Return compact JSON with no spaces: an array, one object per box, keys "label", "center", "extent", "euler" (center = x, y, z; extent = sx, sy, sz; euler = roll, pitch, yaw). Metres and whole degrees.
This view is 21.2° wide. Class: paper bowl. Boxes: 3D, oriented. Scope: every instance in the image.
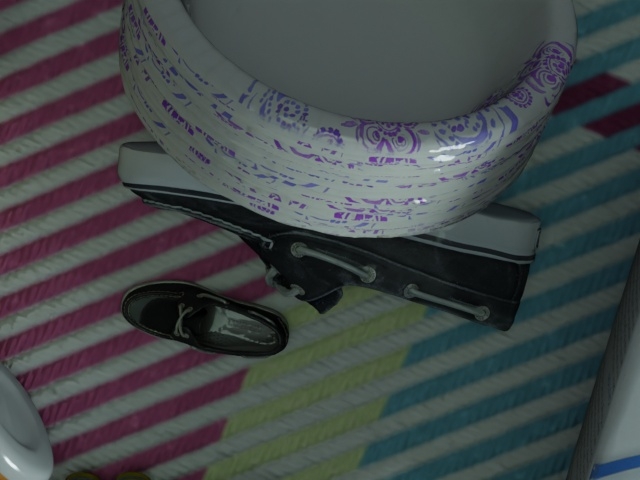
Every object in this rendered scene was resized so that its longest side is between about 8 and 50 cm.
[{"label":"paper bowl","center":[0.011,-0.121,1.107],"extent":[0.284,0.284,0.148],"euler":[18,140,-2]}]

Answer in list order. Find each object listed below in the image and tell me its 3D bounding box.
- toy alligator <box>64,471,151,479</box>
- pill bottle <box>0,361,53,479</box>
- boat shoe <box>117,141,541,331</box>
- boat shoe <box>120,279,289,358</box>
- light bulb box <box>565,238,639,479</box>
[{"label":"toy alligator","center":[-0.132,0.208,1.264],"extent":[0.189,0.056,0.051],"euler":[0,142,0]},{"label":"pill bottle","center":[-0.310,0.176,1.225],"extent":[0.216,0.121,0.121],"euler":[-32,97,7]},{"label":"boat shoe","center":[0.000,0.000,1.200],"extent":[0.301,0.108,0.102],"euler":[12,98,-8]},{"label":"boat shoe","center":[-0.085,0.060,1.240],"extent":[0.125,0.038,0.046],"euler":[15,100,-1]},{"label":"light bulb box","center":[0.346,0.160,1.098],"extent":[0.358,0.225,0.361],"euler":[16,111,8]}]
